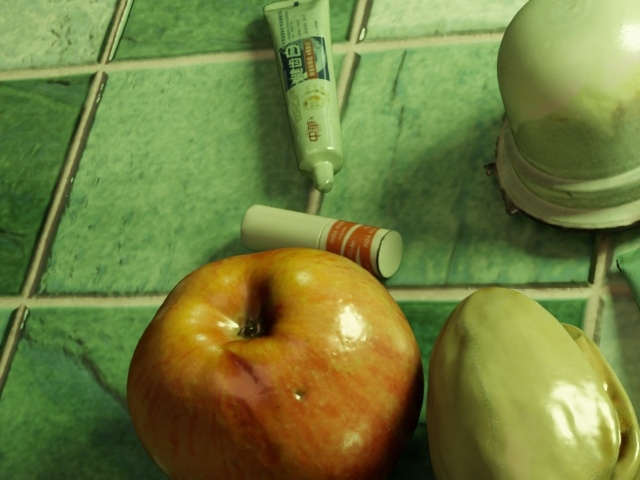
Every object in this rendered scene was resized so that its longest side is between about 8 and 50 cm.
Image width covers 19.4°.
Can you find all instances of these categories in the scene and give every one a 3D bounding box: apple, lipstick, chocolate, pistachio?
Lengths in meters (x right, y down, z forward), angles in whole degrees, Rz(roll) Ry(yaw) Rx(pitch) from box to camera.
[{"bbox_3d":[-0.035,0.097,1.339,0.209,0.164,0.209,-12,51,15],"label":"apple"},{"bbox_3d":[0.000,0.000,1.474,0.131,0.038,0.038,12,63,32],"label":"lipstick"},{"bbox_3d":[0.210,-0.117,1.387,0.221,0.147,0.221,-11,52,14],"label":"chocolate"},{"bbox_3d":[0.138,0.130,1.255,0.144,0.144,0.215,-23,44,10],"label":"pistachio"}]

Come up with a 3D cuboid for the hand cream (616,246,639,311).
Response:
[{"bbox_3d":[0.281,0.099,1.249,0.111,0.070,0.312,-23,46,13],"label":"hand cream"}]

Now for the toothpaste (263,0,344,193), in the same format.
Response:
[{"bbox_3d":[-0.009,-0.127,1.575,0.060,0.038,0.233,-17,48,10],"label":"toothpaste"}]
